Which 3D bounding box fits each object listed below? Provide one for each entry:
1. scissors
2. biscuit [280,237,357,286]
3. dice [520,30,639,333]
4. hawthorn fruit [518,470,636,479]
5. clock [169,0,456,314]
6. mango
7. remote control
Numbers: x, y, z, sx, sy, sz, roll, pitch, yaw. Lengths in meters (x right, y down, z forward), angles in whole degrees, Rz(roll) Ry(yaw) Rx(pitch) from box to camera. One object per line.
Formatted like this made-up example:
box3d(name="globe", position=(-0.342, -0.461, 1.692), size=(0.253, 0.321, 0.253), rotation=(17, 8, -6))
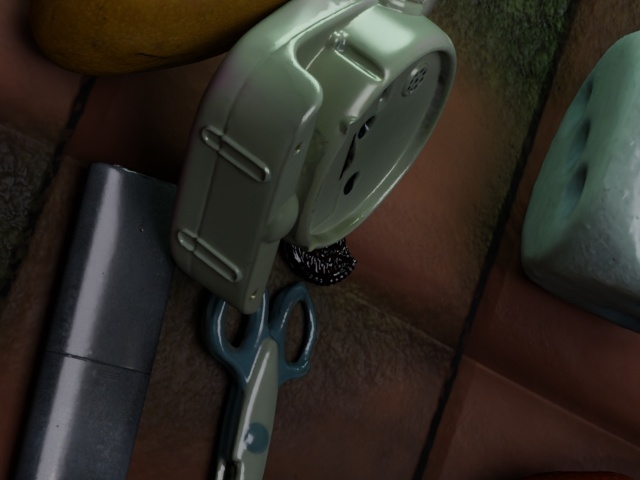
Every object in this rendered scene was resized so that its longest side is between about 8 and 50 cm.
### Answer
box3d(name="scissors", position=(-0.068, 0.172, 1.449), size=(0.138, 0.041, 0.289), rotation=(18, 77, -44))
box3d(name="biscuit", position=(0.000, 0.000, 1.501), size=(0.089, 0.027, 0.087), rotation=(11, 85, -36))
box3d(name="dice", position=(0.373, -0.041, 1.577), size=(0.264, 0.262, 0.268), rotation=(24, 84, -5))
box3d(name="hawthorn fruit", position=(0.241, 0.331, 1.593), size=(0.253, 0.205, 0.205), rotation=(9, 86, -29))
box3d(name="clock", position=(0.013, -0.106, 1.369), size=(0.324, 0.108, 0.265), rotation=(-39, 157, -39))
box3d(name="mango", position=(-0.114, -0.200, 1.289), size=(0.157, 0.262, 0.109), rotation=(30, 49, -69))
box3d(name="remote control", position=(-0.197, 0.126, 1.352), size=(0.107, 0.044, 0.378), rotation=(18, 82, -42))
